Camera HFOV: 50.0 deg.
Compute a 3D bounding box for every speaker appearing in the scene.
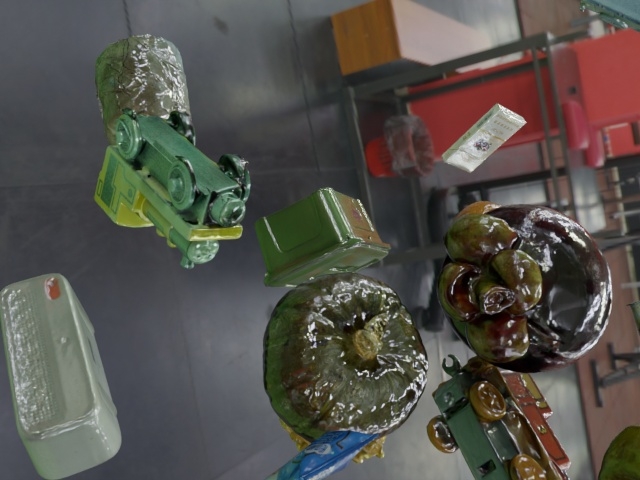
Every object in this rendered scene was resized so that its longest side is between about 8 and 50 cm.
[{"bbox_3d":[-0.560,0.272,1.454,0.184,0.183,0.406,92,-25,-50],"label":"speaker"}]

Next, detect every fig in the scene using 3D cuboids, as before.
[{"bbox_3d":[0.439,0.306,0.883,0.165,0.154,0.144,51,20,-69],"label":"fig"}]

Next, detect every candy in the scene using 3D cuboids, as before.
[{"bbox_3d":[-0.004,0.223,0.696,0.088,0.136,0.038,-26,82,-29],"label":"candy"}]

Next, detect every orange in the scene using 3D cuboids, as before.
[{"bbox_3d":[0.454,-0.014,1.917,0.206,0.206,0.206,21,65,-55],"label":"orange"}]

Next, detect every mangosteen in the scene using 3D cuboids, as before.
[{"bbox_3d":[0.341,0.083,1.205,0.347,0.307,0.306,5,78,-47],"label":"mangosteen"}]

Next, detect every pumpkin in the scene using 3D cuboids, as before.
[{"bbox_3d":[0.032,0.147,0.864,0.224,0.157,0.223,11,62,-22],"label":"pumpkin"}]

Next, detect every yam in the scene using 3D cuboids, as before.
[{"bbox_3d":[-0.404,-0.313,1.553,0.201,0.202,0.271,-1,57,-38],"label":"yam"}]

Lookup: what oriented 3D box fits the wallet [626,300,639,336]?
[{"bbox_3d":[0.674,0.243,1.220,0.223,0.077,0.309,-7,76,-29],"label":"wallet"}]

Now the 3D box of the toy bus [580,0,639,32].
[{"bbox_3d":[0.597,-0.400,1.130,0.152,0.312,0.190,-62,163,17],"label":"toy bus"}]

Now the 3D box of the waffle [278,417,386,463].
[{"bbox_3d":[0.039,0.472,1.809,0.300,0.282,0.058,59,16,-14],"label":"waffle"}]

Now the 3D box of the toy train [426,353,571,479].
[{"bbox_3d":[0.347,0.373,1.292,0.232,0.163,0.369,1,50,-37],"label":"toy train"}]

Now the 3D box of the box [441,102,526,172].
[{"bbox_3d":[0.347,-0.216,1.468,0.090,0.167,0.024,15,44,-37],"label":"box"}]

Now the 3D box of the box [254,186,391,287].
[{"bbox_3d":[0.000,0.000,1.645,0.177,0.253,0.329,67,16,14],"label":"box"}]

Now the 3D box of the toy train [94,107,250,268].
[{"bbox_3d":[-0.269,-0.087,1.248,0.150,0.369,0.237,-4,123,-42],"label":"toy train"}]
